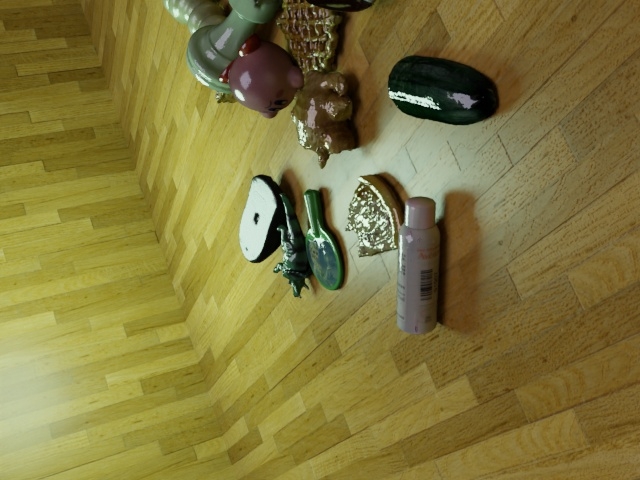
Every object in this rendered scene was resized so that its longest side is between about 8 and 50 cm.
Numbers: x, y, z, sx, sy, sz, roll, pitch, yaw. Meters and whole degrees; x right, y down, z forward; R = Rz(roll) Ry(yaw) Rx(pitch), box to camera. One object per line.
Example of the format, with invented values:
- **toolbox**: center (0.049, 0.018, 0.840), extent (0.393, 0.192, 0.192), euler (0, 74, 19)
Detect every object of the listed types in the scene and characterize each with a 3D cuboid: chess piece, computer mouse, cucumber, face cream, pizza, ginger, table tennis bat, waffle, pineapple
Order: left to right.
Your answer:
- **chess piece**: center (-0.323, -0.618, 2.176), extent (0.251, 0.144, 0.144), euler (54, 147, 31)
- **pineapple**: center (-0.260, -0.453, 2.191), extent (0.116, 0.069, 0.137), euler (8, 108, 64)
- **chess piece**: center (-0.198, -0.520, 1.918), extent (0.299, 0.195, 0.194), euler (-48, 58, 50)
- **computer mouse**: center (-0.143, -0.057, 2.121), extent (0.137, 0.086, 0.269), euler (47, 135, 32)
- **waffle**: center (-0.025, -0.479, 1.708), extent (0.245, 0.052, 0.254), euler (62, 152, 26)
- **table tennis bat**: center (0.000, 0.000, 1.914), extent (0.160, 0.039, 0.257), euler (10, 113, 61)
- **ginger**: center (0.009, -0.259, 1.690), extent (0.157, 0.102, 0.216), euler (17, 117, 35)
- **pizza**: center (0.104, -0.043, 1.674), extent (0.262, 0.034, 0.181), euler (-33, 73, 64)
- **face cream**: center (0.186, 0.046, 1.492), extent (0.082, 0.082, 0.269), euler (38, 136, 53)
- **cucumber**: center (0.202, -0.252, 1.336), extent (0.244, 0.063, 0.115), euler (24, 124, 58)

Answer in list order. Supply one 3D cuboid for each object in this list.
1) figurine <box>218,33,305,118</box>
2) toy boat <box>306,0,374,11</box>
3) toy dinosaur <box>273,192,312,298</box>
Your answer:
- **figurine**: center (-0.132, -0.381, 1.849), extent (0.173, 0.173, 0.173), euler (40, 137, 52)
- **toy boat**: center (0.046, -0.506, 1.491), extent (0.262, 0.114, 0.115), euler (23, 91, 54)
- **toy dinosaur**: center (-0.076, 0.012, 2.032), extent (0.120, 0.079, 0.292), euler (9, 113, 57)
